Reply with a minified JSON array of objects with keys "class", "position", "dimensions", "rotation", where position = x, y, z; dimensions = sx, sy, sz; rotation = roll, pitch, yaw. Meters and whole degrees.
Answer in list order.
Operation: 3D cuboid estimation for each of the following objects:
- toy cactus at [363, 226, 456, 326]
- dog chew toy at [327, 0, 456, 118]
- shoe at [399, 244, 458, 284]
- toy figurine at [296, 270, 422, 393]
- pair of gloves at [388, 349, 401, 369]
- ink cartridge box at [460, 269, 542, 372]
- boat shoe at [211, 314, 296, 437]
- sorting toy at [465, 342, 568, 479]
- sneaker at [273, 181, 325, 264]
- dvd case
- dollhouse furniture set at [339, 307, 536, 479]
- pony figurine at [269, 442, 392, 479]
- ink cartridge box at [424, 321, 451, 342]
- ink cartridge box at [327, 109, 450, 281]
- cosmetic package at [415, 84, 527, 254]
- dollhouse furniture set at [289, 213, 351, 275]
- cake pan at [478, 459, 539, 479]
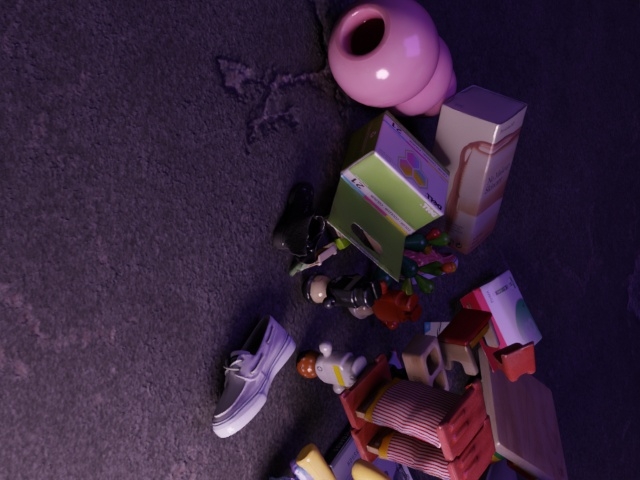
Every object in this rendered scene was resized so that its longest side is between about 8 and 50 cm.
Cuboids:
[{"class":"toy cactus","position":[0.153,0.040,1.660],"dimensions":[0.219,0.112,0.180],"rotation":[-44,97,-6]},{"class":"dog chew toy","position":[0.157,-0.330,1.650],"dimensions":[0.332,0.207,0.206],"rotation":[21,70,-57]},{"class":"shoe","position":[0.222,0.031,1.786],"dimensions":[0.178,0.063,0.081],"rotation":[-18,104,-45]},{"class":"toy figurine","position":[0.059,0.164,1.514],"dimensions":[0.213,0.148,0.209],"rotation":[19,77,-51]},{"class":"pair of gloves","position":[0.146,0.305,1.666],"dimensions":[0.198,0.023,0.159],"rotation":[69,27,-18]},{"class":"ink cartridge box","position":[0.410,0.176,1.959],"dimensions":[0.225,0.056,0.181],"rotation":[-20,85,-60]},{"class":"boat shoe","position":[-0.118,0.204,1.343],"dimensions":[0.076,0.083,0.226],"rotation":[55,34,-16]},{"class":"sorting toy","position":[0.421,0.401,1.922],"dimensions":[0.255,0.089,0.257],"rotation":[36,37,-30]},{"class":"sneaker","position":[-0.023,-0.033,1.467],"dimensions":[0.051,0.089,0.170],"rotation":[49,51,-36]},{"class":"dvd case","position":[0.097,0.444,1.611],"dimensions":[0.179,0.029,0.238],"rotation":[-46,120,-43]},{"class":"dollhouse furniture set","position":[0.226,0.224,1.442],"dimensions":[0.374,0.201,0.152],"rotation":[-41,125,-39]},{"class":"pony figurine","position":[0.079,0.482,1.372],"dimensions":[0.363,0.351,0.303],"rotation":[41,58,-12]},{"class":"ink cartridge box","position":[0.257,0.192,1.797],"dimensions":[0.028,0.083,0.048],"rotation":[6,81,-51]},{"class":"ink cartridge box","position":[0.130,-0.081,1.572],"dimensions":[0.189,0.097,0.255],"rotation":[40,39,-22]},{"class":"cosmetic package","position":[0.303,-0.142,1.758],"dimensions":[0.153,0.129,0.296],"rotation":[-36,142,-46]},{"class":"dollhouse furniture set","position":[0.000,0.000,1.512],"dimensions":[0.152,0.076,0.058],"rotation":[-34,100,-50]},{"class":"cake pan","position":[0.416,0.607,1.973],"dimensions":[0.293,0.054,0.293],"rotation":[8,79,-51]}]
